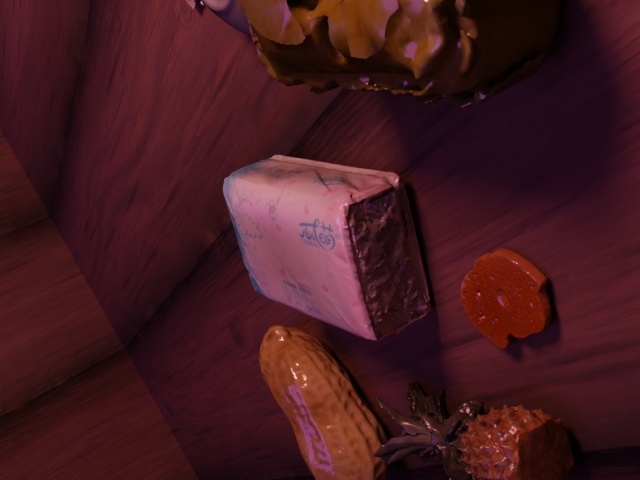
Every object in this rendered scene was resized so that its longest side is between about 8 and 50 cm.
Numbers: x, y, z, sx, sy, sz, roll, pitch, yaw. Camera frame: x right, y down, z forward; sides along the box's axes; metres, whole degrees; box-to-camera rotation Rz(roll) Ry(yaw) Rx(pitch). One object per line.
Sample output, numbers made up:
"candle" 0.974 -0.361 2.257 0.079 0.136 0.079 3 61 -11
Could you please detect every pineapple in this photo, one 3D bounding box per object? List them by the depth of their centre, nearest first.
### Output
"pineapple" 0.172 0.242 0.864 0.130 0.119 0.277 49 154 -15

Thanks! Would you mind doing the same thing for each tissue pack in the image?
"tissue pack" 0.001 0.002 0.919 0.271 0.124 0.201 15 130 50

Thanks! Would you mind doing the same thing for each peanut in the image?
"peanut" 0.001 0.267 1.118 0.306 0.147 0.147 58 149 8

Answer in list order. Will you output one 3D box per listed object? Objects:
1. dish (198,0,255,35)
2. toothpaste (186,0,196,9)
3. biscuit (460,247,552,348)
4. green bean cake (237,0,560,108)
"dish" -0.111 -0.340 0.849 0.229 0.081 0.229 35 140 36
"toothpaste" -0.263 -0.474 1.001 0.056 0.058 0.314 -38 84 15
"biscuit" 0.201 0.063 0.764 0.102 0.019 0.130 53 149 15
"green bean cake" 0.036 -0.265 0.574 0.285 0.202 0.310 16 127 48
